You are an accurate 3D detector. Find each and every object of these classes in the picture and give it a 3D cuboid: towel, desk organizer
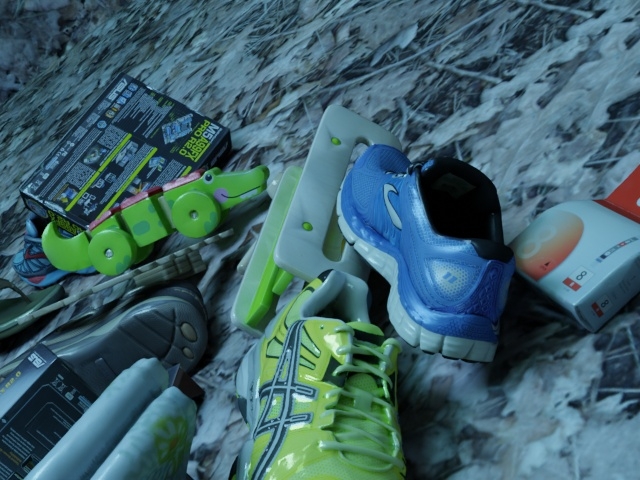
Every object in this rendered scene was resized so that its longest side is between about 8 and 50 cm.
[{"bbox_3d":[-0.236,0.307,0.971,0.374,0.090,0.320,-52,-16,-36],"label":"towel"},{"bbox_3d":[-0.203,0.198,1.378,0.130,0.050,0.047,-26,30,29],"label":"desk organizer"}]

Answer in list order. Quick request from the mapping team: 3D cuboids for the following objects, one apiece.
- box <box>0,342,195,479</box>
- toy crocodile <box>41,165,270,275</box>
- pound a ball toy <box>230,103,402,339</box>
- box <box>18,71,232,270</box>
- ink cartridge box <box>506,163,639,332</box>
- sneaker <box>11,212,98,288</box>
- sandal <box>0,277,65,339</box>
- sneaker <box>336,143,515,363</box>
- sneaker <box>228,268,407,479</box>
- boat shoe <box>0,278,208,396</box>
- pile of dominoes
[{"bbox_3d":[-0.258,0.245,1.176,0.183,0.231,0.056,-48,30,-12],"label":"box"},{"bbox_3d":[-0.229,-0.035,1.652,0.341,0.105,0.115,-23,5,12],"label":"toy crocodile"},{"bbox_3d":[0.000,0.000,1.356,0.208,0.136,0.319,-53,13,42],"label":"pound a ball toy"},{"bbox_3d":[-0.301,-0.113,1.835,0.270,0.216,0.060,-55,-15,-25],"label":"box"},{"bbox_3d":[0.266,-0.011,1.068,0.179,0.045,0.145,-45,26,-1],"label":"ink cartridge box"},{"bbox_3d":[-0.438,-0.006,1.931,0.262,0.125,0.104,-15,36,43],"label":"sneaker"},{"bbox_3d":[-0.558,0.103,1.886,0.303,0.086,0.120,-6,23,15],"label":"sandal"},{"bbox_3d":[0.115,-0.022,1.149,0.147,0.130,0.330,-68,25,22],"label":"sneaker"},{"bbox_3d":[0.006,0.150,1.017,0.147,0.145,0.384,-64,22,19],"label":"sneaker"},{"bbox_3d":[-0.288,0.158,1.500,0.355,0.132,0.130,-23,20,16],"label":"boat shoe"},{"bbox_3d":[-0.240,0.058,1.525,0.196,0.040,0.251,-21,3,35],"label":"pile of dominoes"}]
